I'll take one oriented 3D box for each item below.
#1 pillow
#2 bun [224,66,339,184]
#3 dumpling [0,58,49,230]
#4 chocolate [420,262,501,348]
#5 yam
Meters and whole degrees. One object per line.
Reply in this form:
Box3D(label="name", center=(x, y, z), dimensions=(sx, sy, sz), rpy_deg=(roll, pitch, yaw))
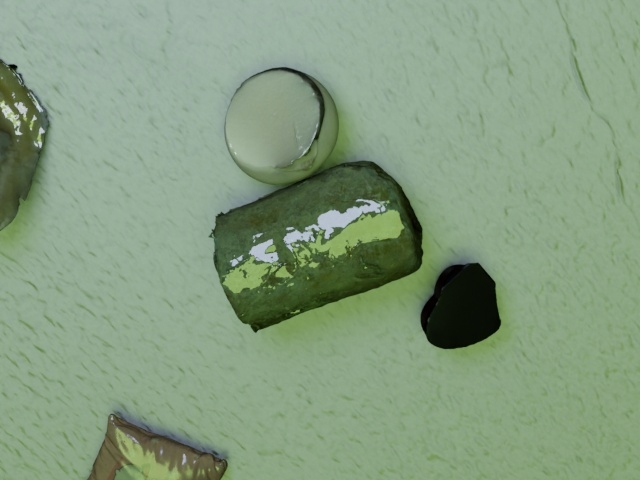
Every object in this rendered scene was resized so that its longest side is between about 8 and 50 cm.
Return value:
Box3D(label="pillow", center=(-0.298, 0.428, 1.487), dimensions=(0.223, 0.084, 0.236), rpy_deg=(23, 102, -6))
Box3D(label="bun", center=(-0.053, -0.165, 1.297), dimensions=(0.173, 0.120, 0.172), rpy_deg=(-4, 78, 18))
Box3D(label="dumpling", center=(-0.501, -0.172, 1.304), dimensions=(0.086, 0.166, 0.332), rpy_deg=(-14, 92, 46))
Box3D(label="chocolate", center=(0.227, 0.100, 1.407), dimensions=(0.125, 0.080, 0.148), rpy_deg=(19, 98, -19))
Box3D(label="yam", center=(0.000, 0.000, 1.316), dimensions=(0.300, 0.195, 0.195), rpy_deg=(-21, 106, 6))
